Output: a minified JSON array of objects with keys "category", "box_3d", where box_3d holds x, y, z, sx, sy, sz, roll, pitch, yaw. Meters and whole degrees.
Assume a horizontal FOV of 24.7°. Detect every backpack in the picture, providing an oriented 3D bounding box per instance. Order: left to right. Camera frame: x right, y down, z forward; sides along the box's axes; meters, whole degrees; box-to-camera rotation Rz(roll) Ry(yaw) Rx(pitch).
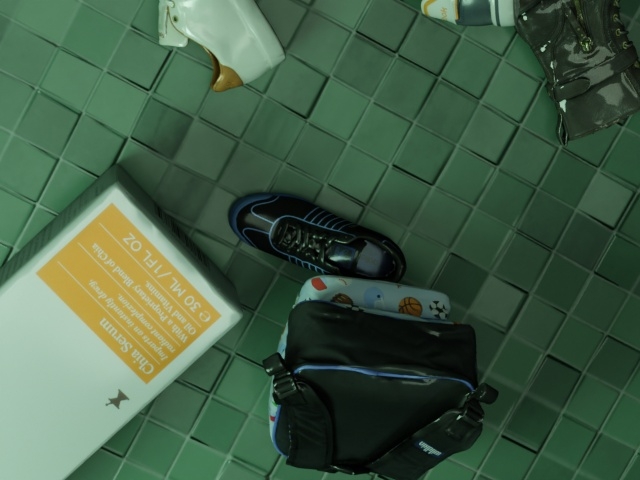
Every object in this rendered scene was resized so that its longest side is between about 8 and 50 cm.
[{"category":"backpack","box_3d":[0.050,0.178,1.809,0.277,0.213,0.263,12,138,-7]}]

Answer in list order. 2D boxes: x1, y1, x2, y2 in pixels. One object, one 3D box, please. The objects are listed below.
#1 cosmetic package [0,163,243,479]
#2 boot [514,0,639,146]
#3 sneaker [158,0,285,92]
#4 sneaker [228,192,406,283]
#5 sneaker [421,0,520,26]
[{"category":"cosmetic package","box_3d":[-0.337,0.146,1.785,0.453,0.161,0.230,-43,104,3]},{"category":"boot","box_3d":[0.368,-0.268,1.845,0.263,0.091,0.229,-32,105,10]},{"category":"sneaker","box_3d":[-0.164,-0.305,1.745,0.123,0.106,0.290,-34,105,-3]},{"category":"sneaker","box_3d":[0.000,0.000,1.839,0.232,0.090,0.081,15,99,-11]},{"category":"sneaker","box_3d":[0.176,-0.418,1.759,0.127,0.126,0.321,1,87,15]}]
